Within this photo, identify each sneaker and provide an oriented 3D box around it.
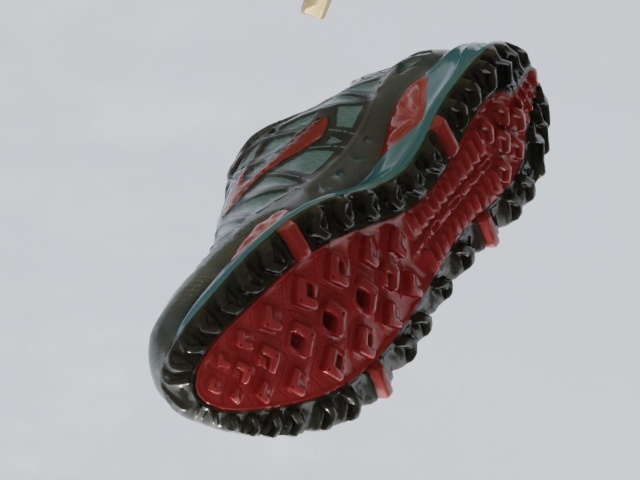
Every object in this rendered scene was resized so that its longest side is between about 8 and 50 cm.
[{"bbox_3d":[0.000,0.000,0.863,0.125,0.104,0.262,4,-145,44],"label":"sneaker"}]

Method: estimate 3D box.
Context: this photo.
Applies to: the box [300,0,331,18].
[{"bbox_3d":[0.038,-0.251,1.058,0.021,0.201,0.164,21,-130,-2],"label":"box"}]
